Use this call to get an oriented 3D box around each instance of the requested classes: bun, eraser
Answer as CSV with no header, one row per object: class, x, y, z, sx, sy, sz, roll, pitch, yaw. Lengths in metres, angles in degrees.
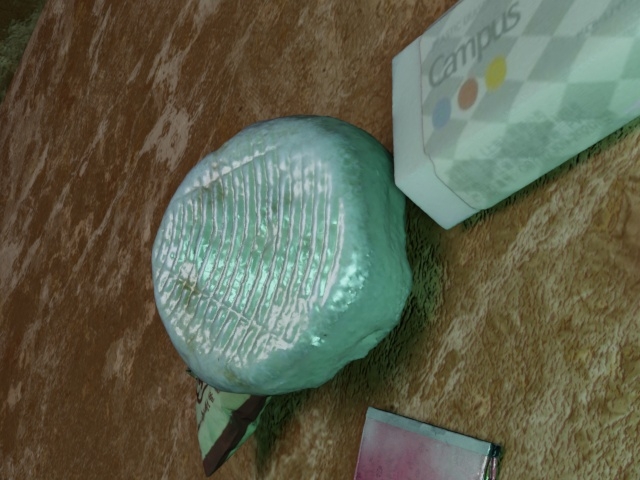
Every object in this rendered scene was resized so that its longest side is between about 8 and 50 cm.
bun,-0.040,0.023,1.464,0.354,0.194,0.354,-12,69,33
eraser,0.214,-0.182,1.230,0.397,0.082,0.213,-34,49,51

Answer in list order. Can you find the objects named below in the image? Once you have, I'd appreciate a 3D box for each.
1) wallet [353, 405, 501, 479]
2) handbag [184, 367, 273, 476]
wallet,0.106,0.255,1.312,0.232,0.025,0.119,6,82,61
handbag,-0.115,0.166,1.640,0.213,0.127,0.235,-59,31,31
